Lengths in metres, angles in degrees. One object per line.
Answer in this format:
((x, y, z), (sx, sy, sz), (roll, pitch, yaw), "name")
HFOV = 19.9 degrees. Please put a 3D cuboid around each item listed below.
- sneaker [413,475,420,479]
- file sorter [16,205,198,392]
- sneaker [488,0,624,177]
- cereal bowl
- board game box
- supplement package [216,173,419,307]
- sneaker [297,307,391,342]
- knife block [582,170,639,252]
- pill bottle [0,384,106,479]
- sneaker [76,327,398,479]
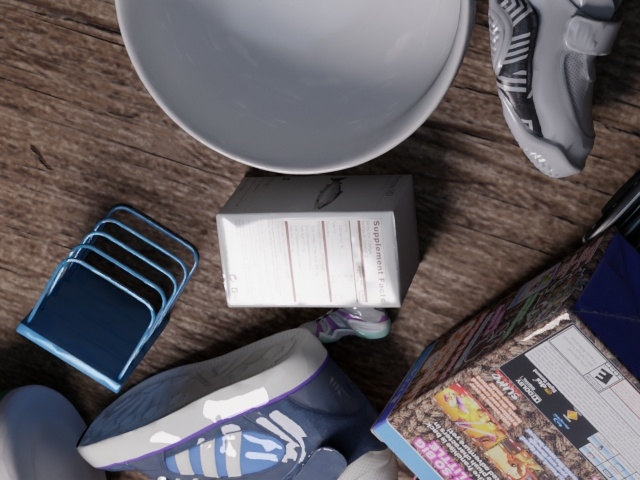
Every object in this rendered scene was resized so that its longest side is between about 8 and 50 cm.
((0.098, 0.286, 1.936), (0.047, 0.057, 0.119), (42, 114, -4), "sneaker")
((-0.209, 0.052, 1.852), (0.118, 0.170, 0.104), (31, 114, 0), "file sorter")
((0.257, -0.235, 1.630), (0.210, 0.137, 0.366), (-4, 108, 19), "sneaker")
((-0.015, -0.241, 1.695), (0.339, 0.141, 0.339), (5, 113, 11), "cereal bowl")
((0.239, 0.166, 1.759), (0.232, 0.141, 0.291), (46, 133, -8), "board game box")
((0.000, 0.000, 1.813), (0.179, 0.105, 0.105), (-1, 112, 14), "supplement package")
((0.021, 0.067, 1.876), (0.098, 0.038, 0.069), (-7, 109, 6), "sneaker")
((0.360, -0.090, 1.694), (0.242, 0.088, 0.276), (-2, 112, 14), "knife block")
((-0.431, 0.299, 1.992), (0.361, 0.204, 0.204), (-19, 107, 20), "pill bottle")
((-0.075, 0.242, 1.922), (0.323, 0.130, 0.236), (-23, 110, 27), "sneaker")
